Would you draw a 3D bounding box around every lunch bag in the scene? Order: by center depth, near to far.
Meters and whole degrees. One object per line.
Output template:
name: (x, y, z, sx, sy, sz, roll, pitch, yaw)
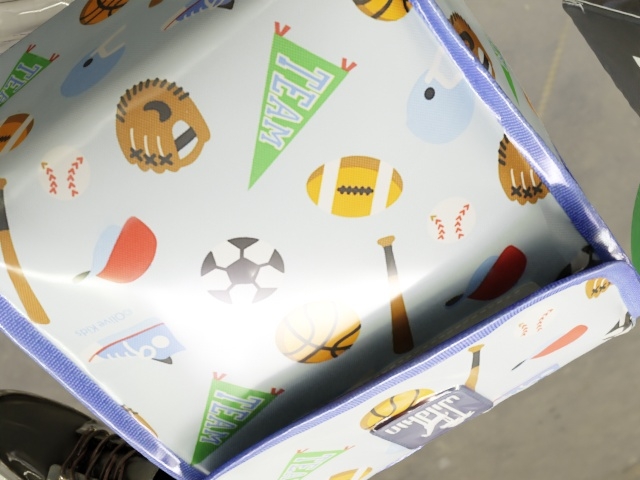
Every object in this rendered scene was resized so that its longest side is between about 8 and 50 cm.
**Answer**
lunch bag: (0.000, 0.000, 0.842, 0.328, 0.239, 0.385, -32, 123, 12)

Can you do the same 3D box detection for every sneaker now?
sneaker: (-0.169, 0.168, 1.021, 0.222, 0.083, 0.118, 30, 151, -3)

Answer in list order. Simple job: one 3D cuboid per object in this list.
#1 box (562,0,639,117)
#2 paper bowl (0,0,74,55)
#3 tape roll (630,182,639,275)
box: (0.492, -0.271, 1.272, 0.395, 0.293, 0.212, -44, 119, -5)
paper bowl: (-0.253, -0.248, 0.941, 0.284, 0.284, 0.148, -12, 168, -21)
tape roll: (0.477, -0.028, 1.442, 0.077, 0.321, 0.321, 14, 126, -27)
